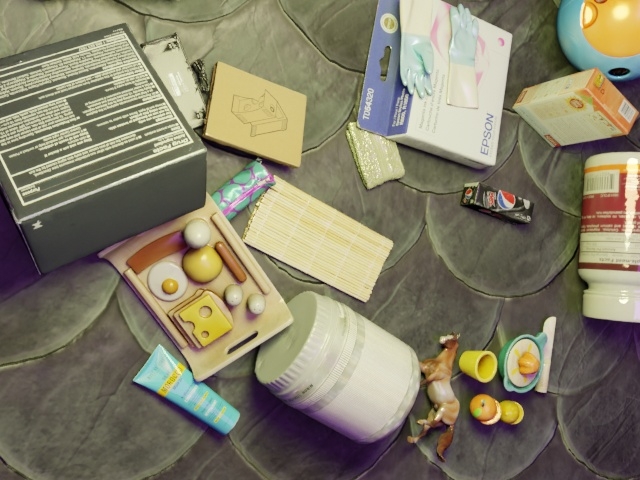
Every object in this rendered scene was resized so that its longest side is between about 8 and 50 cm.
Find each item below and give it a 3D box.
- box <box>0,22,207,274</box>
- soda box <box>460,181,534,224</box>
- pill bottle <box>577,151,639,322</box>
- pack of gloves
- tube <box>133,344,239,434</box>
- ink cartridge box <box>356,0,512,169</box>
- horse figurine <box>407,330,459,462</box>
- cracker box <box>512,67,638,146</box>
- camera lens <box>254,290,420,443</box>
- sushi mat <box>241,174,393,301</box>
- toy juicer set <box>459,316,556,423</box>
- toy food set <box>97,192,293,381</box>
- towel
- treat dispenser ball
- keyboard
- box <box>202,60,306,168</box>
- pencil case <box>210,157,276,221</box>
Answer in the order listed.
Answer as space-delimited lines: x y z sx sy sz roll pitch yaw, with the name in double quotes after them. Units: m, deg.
-0.379 -0.150 1.107 0.296 0.183 0.294 -25 67 -22 "box"
0.411 -0.084 1.598 0.169 0.060 0.053 17 83 -24 "soda box"
0.744 -0.004 1.663 0.224 0.224 0.392 5 89 -25 "pill bottle"
0.262 -0.407 1.454 0.195 0.046 0.232 3 84 -22 "pack of gloves"
-0.249 0.291 1.311 0.207 0.052 0.080 39 65 -13 "tube"
0.260 -0.355 1.509 0.330 0.071 0.324 14 79 -25 "ink cartridge box"
0.253 0.344 1.520 0.174 0.066 0.263 -6 85 -42 "horse figurine"
0.578 -0.299 1.578 0.156 0.232 0.067 37 75 -21 "cracker box"
0.040 0.250 1.344 0.274 0.219 0.219 34 77 -21 "camera lens"
0.000 0.000 1.434 0.316 0.019 0.151 28 80 -23 "sushi mat"
0.471 0.319 1.597 0.329 0.089 0.209 -14 99 -33 "toy juicer set"
-0.221 0.085 1.254 0.220 0.092 0.306 -33 105 0 "toy food set"
0.119 -0.193 1.482 0.110 0.027 0.148 -21 99 -22 "towel"
0.700 -0.517 1.601 0.288 0.288 0.288 0 91 -25 "treat dispenser ball"
-0.262 -0.300 1.309 0.108 0.023 0.180 -24 101 -16 "keyboard"
-0.123 -0.244 1.344 0.201 0.021 0.164 16 68 -27 "box"
-0.159 -0.089 1.331 0.151 0.070 0.064 -42 120 -17 "pencil case"
